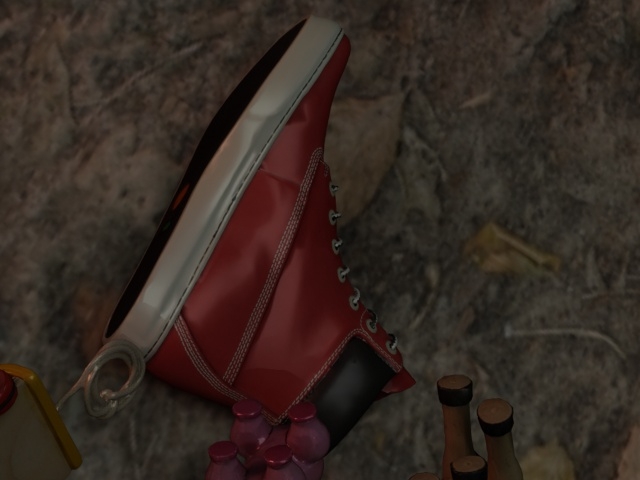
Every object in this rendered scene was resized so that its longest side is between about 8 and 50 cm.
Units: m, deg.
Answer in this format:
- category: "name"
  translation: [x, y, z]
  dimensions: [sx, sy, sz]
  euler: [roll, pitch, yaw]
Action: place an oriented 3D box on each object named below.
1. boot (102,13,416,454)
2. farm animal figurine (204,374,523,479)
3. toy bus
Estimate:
- category: "boot"
  translation: [0.000, 0.000, 1.054]
  dimensions: [0.176, 0.088, 0.244]
  euler: [30, 71, -13]
- category: "farm animal figurine"
  translation: [-0.010, 0.230, 0.840]
  dimensions: [0.330, 0.327, 0.172]
  euler: [-16, 120, -12]
- category: "toy bus"
  translation: [-0.210, 0.126, 0.902]
  dimensions: [0.202, 0.104, 0.191]
  euler: [6, 100, -55]
